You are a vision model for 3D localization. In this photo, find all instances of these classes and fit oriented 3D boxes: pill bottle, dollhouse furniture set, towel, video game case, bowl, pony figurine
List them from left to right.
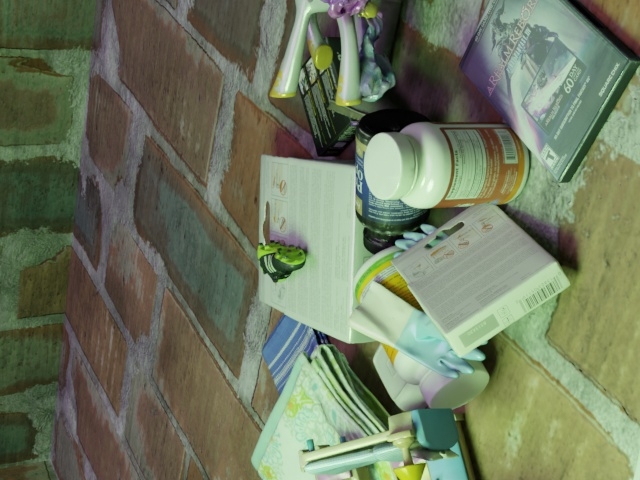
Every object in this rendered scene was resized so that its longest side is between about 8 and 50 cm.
[{"bbox_3d":[-0.026,0.303,1.946,0.243,0.040,0.336,-57,46,47],"label":"towel"},{"bbox_3d":[0.025,0.410,1.768,0.320,0.090,0.374,50,135,31],"label":"towel"},{"bbox_3d":[0.031,-0.397,1.497,0.351,0.302,0.364,18,115,52],"label":"pony figurine"},{"bbox_3d":[0.082,0.376,1.430,0.286,0.303,0.198,-20,73,22],"label":"dollhouse furniture set"},{"bbox_3d":[0.115,-0.087,1.552,0.123,0.122,0.219,45,144,48],"label":"pill bottle"},{"bbox_3d":[0.141,0.204,1.633,0.142,0.053,0.142,64,143,35],"label":"bowl"},{"bbox_3d":[0.157,0.136,1.511,0.246,0.136,0.136,62,142,36],"label":"pill bottle"},{"bbox_3d":[0.175,-0.106,1.371,0.121,0.216,0.121,11,103,59],"label":"pill bottle"},{"bbox_3d":[0.300,-0.240,1.333,0.274,0.026,0.196,58,140,37],"label":"video game case"}]

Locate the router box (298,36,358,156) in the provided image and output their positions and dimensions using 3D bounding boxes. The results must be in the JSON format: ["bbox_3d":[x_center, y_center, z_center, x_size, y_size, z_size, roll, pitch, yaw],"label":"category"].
[{"bbox_3d":[0.019,-0.261,1.789,0.133,0.046,0.179,-41,59,54],"label":"router box"}]

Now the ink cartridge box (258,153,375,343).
[{"bbox_3d":[0.000,0.000,1.823,0.385,0.091,0.308,17,107,61],"label":"ink cartridge box"}]

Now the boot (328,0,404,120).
[{"bbox_3d":[0.103,-0.297,1.627,0.189,0.076,0.209,25,100,33],"label":"boot"}]

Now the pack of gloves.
[{"bbox_3d":[0.165,0.079,1.419,0.232,0.046,0.195,25,82,36],"label":"pack of gloves"}]

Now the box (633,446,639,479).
[{"bbox_3d":[0.428,0.249,1.134,0.100,0.060,0.244,32,120,54],"label":"box"}]

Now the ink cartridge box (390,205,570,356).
[{"bbox_3d":[0.217,0.046,1.382,0.056,0.181,0.225,56,180,-29],"label":"ink cartridge box"}]

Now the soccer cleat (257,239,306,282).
[{"bbox_3d":[-0.069,0.045,1.810,0.179,0.060,0.072,-162,62,-66],"label":"soccer cleat"}]
